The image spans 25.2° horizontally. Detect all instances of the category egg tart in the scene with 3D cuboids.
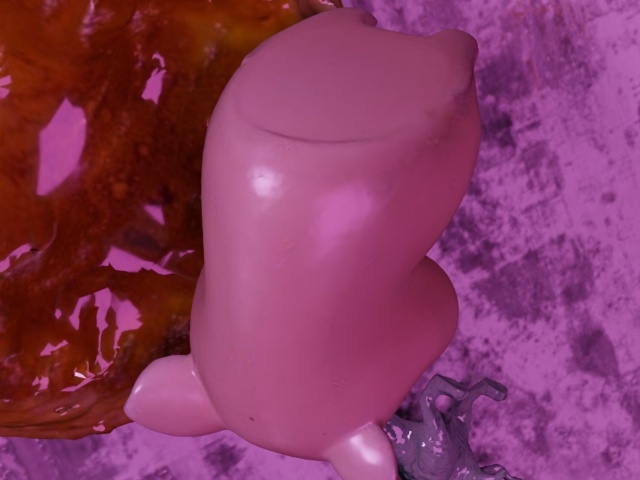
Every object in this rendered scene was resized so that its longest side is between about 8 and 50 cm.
[{"bbox_3d":[-0.179,-0.076,0.989,0.443,0.178,0.443,-9,113,-23],"label":"egg tart"}]

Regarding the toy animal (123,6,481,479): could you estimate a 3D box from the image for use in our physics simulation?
[{"bbox_3d":[0.001,0.003,0.913,0.213,0.195,0.256,-44,141,-55],"label":"toy animal"}]

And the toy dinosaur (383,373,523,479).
[{"bbox_3d":[0.090,0.141,1.248,0.129,0.076,0.383,-41,108,-1],"label":"toy dinosaur"}]
